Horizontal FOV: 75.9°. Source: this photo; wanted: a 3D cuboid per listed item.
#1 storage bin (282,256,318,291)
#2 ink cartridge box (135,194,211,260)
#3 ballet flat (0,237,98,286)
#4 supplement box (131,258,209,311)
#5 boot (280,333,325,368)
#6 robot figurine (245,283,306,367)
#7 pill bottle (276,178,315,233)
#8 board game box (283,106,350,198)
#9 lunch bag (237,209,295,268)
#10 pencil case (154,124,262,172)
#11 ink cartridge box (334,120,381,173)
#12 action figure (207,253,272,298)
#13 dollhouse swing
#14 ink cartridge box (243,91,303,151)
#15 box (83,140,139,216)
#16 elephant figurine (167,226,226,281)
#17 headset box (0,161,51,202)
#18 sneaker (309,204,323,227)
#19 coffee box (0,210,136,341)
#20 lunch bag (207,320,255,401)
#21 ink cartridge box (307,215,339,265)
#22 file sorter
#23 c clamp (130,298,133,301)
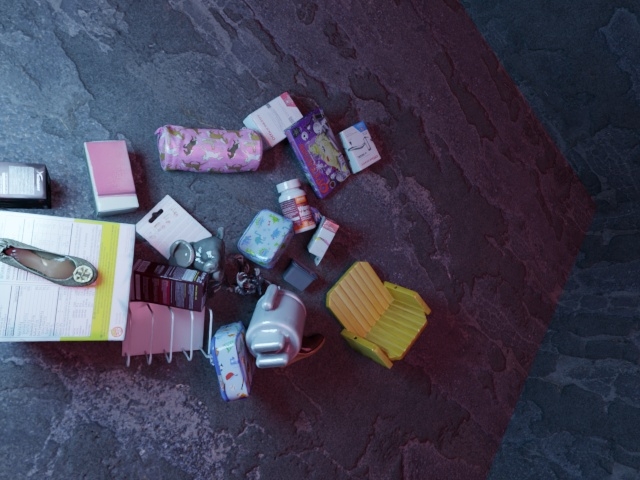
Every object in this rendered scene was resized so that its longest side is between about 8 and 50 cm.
[{"bbox_3d":[-0.095,0.149,1.762,0.135,0.098,0.091,38,96,-22],"label":"storage bin"},{"bbox_3d":[-0.551,-0.028,1.538,0.225,0.056,0.181,44,67,-15],"label":"ink cartridge box"},{"bbox_3d":[-0.704,0.056,1.048,0.250,0.058,0.084,26,74,-24],"label":"ballet flat"},{"bbox_3d":[-0.507,0.153,1.386,0.240,0.073,0.130,12,121,-4],"label":"supplement box"},{"bbox_3d":[-0.112,0.394,1.722,0.249,0.090,0.206,-25,100,-25],"label":"boot"},{"bbox_3d":[-0.160,0.317,1.534,0.200,0.353,0.299,-4,116,6],"label":"robot figurine"},{"bbox_3d":[-0.108,-0.144,1.755,0.121,0.121,0.220,-20,96,-29],"label":"pill bottle"},{"bbox_3d":[-0.005,-0.386,1.826,0.208,0.056,0.346,-41,122,-22],"label":"board game box"},{"bbox_3d":[-0.219,-0.010,1.664,0.176,0.090,0.218,24,68,15],"label":"lunch bag"},{"bbox_3d":[-0.424,-0.350,1.576,0.387,0.160,0.167,-6,56,-29],"label":"pencil case"},{"bbox_3d":[0.177,-0.443,1.963,0.148,0.086,0.203,-34,102,-28],"label":"ink cartridge box"},{"bbox_3d":[-0.318,0.145,1.590,0.276,0.164,0.140,-3,120,-22],"label":"action figure"},{"bbox_3d":[0.257,0.302,1.840,0.347,0.315,0.304,-45,127,-24],"label":"dollhouse swing"},{"bbox_3d":[-0.195,-0.506,1.756,0.218,0.092,0.158,-42,106,-27],"label":"ink cartridge box"},{"bbox_3d":[-0.715,-0.208,1.401,0.127,0.149,0.232,-12,92,-31],"label":"box"},{"bbox_3d":[-0.467,0.066,1.459,0.240,0.169,0.185,4,47,0],"label":"elephant figurine"},{"bbox_3d":[-0.975,-0.161,1.211,0.294,0.218,0.110,-1,86,-31],"label":"headset box"},{"bbox_3d":[-0.028,-0.101,1.837,0.144,0.053,0.059,46,68,-17],"label":"sneaker"},{"bbox_3d":[-0.763,0.112,1.238,0.335,0.338,0.337,6,83,-28],"label":"coffee box"},{"bbox_3d":[-0.310,0.437,1.487,0.115,0.303,0.242,-12,94,-2],"label":"lunch bag"},{"bbox_3d":[0.000,0.000,1.781,0.067,0.115,0.198,27,98,-11],"label":"ink cartridge box"},{"bbox_3d":[-0.531,0.319,1.432,0.278,0.173,0.192,3,93,-30],"label":"file sorter"},{"bbox_3d":[-0.619,0.235,1.490,0.161,0.022,0.137,24,74,-26],"label":"c clamp"}]
